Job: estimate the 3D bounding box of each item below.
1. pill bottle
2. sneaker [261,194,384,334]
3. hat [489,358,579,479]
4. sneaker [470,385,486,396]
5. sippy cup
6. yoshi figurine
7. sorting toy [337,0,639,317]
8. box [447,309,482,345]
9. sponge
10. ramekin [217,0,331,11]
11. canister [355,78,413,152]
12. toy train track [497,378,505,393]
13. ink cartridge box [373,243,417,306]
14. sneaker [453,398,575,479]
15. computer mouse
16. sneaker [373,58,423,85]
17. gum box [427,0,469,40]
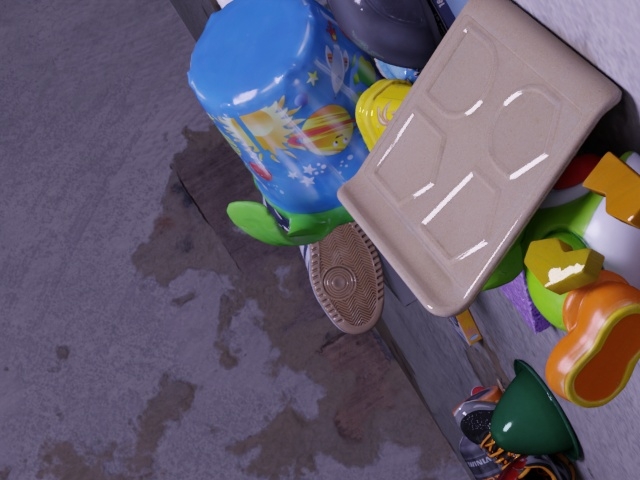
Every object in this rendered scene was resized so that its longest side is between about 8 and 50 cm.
[{"bbox_3d":[0.306,0.355,2.308,0.246,0.130,0.130,59,175,-1],"label":"pill bottle"},{"bbox_3d":[0.000,0.000,2.009,0.153,0.099,0.282,141,106,-77],"label":"sneaker"},{"bbox_3d":[0.257,0.290,2.105,0.173,0.183,0.208,59,175,6],"label":"hat"},{"bbox_3d":[0.299,0.289,2.480,0.118,0.042,0.067,49,175,23],"label":"sneaker"},{"bbox_3d":[-0.025,-0.165,1.646,0.224,0.240,0.305,41,-158,-47],"label":"sippy cup"},{"bbox_3d":[0.190,0.020,1.244,0.203,0.203,0.362,55,-179,-39],"label":"yoshi figurine"},{"bbox_3d":[0.147,-0.049,1.167,0.041,0.229,0.307,25,-162,-37],"label":"sorting toy"},{"bbox_3d":[0.217,0.109,2.342,0.136,0.028,0.081,60,175,-31],"label":"box"},{"bbox_3d":[0.226,0.018,1.727,0.117,0.031,0.210,56,173,34],"label":"sponge"},{"bbox_3d":[-0.074,-0.366,1.825,0.277,0.135,0.277,58,175,9],"label":"ramekin"},{"bbox_3d":[0.128,-0.102,1.514,0.170,0.073,0.126,18,142,53],"label":"canister"},{"bbox_3d":[0.305,0.257,2.401,0.048,0.014,0.083,60,174,-13],"label":"toy train track"},{"bbox_3d":[0.082,-0.067,2.092,0.211,0.121,0.289,63,174,-29],"label":"ink cartridge box"},{"bbox_3d":[0.293,0.319,2.190,0.215,0.084,0.083,35,-153,0],"label":"sneaker"},{"bbox_3d":[0.021,-0.269,1.367,0.272,0.072,0.188,61,173,7],"label":"computer mouse"},{"bbox_3d":[0.118,-0.178,1.590,0.073,0.063,0.162,10,137,59],"label":"sneaker"},{"bbox_3d":[0.088,-0.259,1.411,0.157,0.041,0.184,61,175,-6],"label":"gum box"}]
